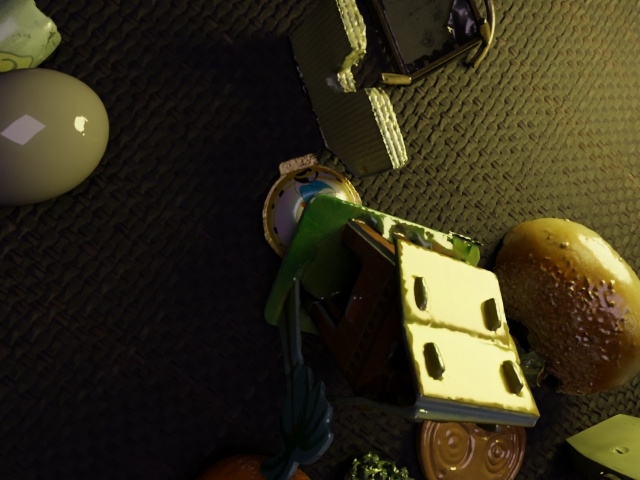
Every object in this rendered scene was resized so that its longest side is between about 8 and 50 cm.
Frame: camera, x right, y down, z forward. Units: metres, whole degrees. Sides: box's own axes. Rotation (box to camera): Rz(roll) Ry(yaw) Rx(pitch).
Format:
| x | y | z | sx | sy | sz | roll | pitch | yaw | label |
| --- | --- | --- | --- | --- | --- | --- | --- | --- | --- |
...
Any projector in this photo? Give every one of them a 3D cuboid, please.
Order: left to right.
| x | y | z | sx | sy | sz | roll | pitch | yaw | label |
| --- | --- | --- | --- | --- | --- | --- | --- | --- | --- |
| 0.529 | 0.369 | 0.779 | 0.193 | 0.269 | 0.088 | -14 | 92 | -18 | projector |

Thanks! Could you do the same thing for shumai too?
| x | y | z | sx | sy | sz | roll | pitch | yaw | label |
| --- | --- | --- | --- | --- | --- | --- | --- | --- | --- |
| 0.306 | 0.199 | 0.772 | 0.082 | 0.080 | 0.083 | 35 | 73 | -10 | shumai |

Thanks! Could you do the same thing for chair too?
| x | y | z | sx | sy | sz | roll | pitch | yaw | label |
| --- | --- | --- | --- | --- | --- | --- | --- | --- | --- |
| 0.163 | -0.346 | 0.761 | 0.272 | 0.166 | 0.188 | -31 | 98 | -60 | chair |

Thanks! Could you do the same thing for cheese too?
| x | y | z | sx | sy | sz | roll | pitch | yaw | label |
| --- | --- | --- | --- | --- | --- | --- | --- | --- | --- |
| 0.000 | 0.000 | 0.733 | 0.156 | 0.064 | 0.250 | -20 | 106 | -17 | cheese |

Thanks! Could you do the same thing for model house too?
| x | y | z | sx | sy | sz | roll | pitch | yaw | label |
| --- | --- | --- | --- | --- | --- | --- | --- | --- | --- |
| 0.103 | 0.167 | 0.615 | 0.300 | 0.323 | 0.340 | 17 | 104 | -24 | model house |

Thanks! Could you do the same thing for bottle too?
| x | y | z | sx | sy | sz | roll | pitch | yaw | label |
| --- | --- | --- | --- | --- | --- | --- | --- | --- | --- |
| -0.435 | -0.187 | 0.590 | 0.083 | 0.083 | 0.270 | 46 | 79 | -11 | bottle |

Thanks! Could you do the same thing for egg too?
| x | y | z | sx | sy | sz | roll | pitch | yaw | label |
| --- | --- | --- | --- | --- | --- | --- | --- | --- | --- |
| -0.346 | -0.116 | 0.580 | 0.198 | 0.146 | 0.147 | -30 | 97 | -18 | egg |

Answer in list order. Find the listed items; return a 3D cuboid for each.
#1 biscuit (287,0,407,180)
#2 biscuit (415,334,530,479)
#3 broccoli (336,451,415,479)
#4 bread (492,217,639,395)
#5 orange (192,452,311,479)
| x | y | z | sx | sy | sz | roll | pitch | yaw | label |
| --- | --- | --- | --- | --- | --- | --- | --- | --- | --- |
| 0.036 | -0.207 | 0.708 | 0.046 | 0.147 | 0.250 | -22 | 94 | -28 | biscuit |
| 0.260 | 0.288 | 0.817 | 0.201 | 0.044 | 0.289 | 22 | 83 | -16 | biscuit |
| 0.051 | 0.459 | 0.702 | 0.164 | 0.145 | 0.304 | 29 | 92 | -11 | broccoli |
| 0.412 | 0.118 | 0.793 | 0.171 | 0.192 | 0.314 | -23 | 95 | -19 | bread |
| -0.089 | 0.389 | 0.628 | 0.223 | 0.170 | 0.224 | 2 | 85 | -19 | orange |
